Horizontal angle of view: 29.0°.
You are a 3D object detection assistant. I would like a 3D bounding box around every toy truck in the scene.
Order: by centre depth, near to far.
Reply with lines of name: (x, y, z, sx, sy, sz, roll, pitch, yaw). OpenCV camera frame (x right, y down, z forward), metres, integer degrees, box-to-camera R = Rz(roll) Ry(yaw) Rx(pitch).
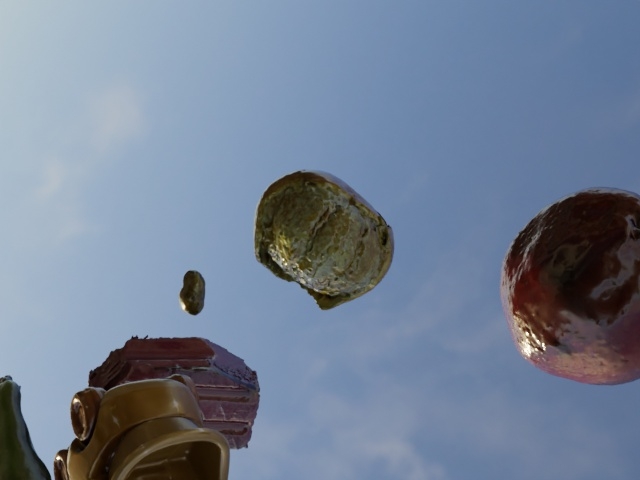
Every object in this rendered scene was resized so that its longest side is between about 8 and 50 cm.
toy truck: (-0.265, 0.327, 1.844, 0.212, 0.204, 0.288, 53, -44, 41)

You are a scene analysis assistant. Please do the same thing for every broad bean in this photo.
broad bean: (-0.421, 0.294, 1.724, 0.067, 0.075, 0.325, -26, -128, 4)

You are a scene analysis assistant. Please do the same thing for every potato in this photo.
potato: (-0.211, 0.089, 2.030, 0.046, 0.045, 0.092, -73, 179, -53)

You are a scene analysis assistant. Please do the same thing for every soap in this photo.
soap: (-0.250, 0.259, 2.092, 0.112, 0.289, 0.182, -118, -145, -57)

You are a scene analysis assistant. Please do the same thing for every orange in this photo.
orange: (0.000, 0.000, 1.309, 0.134, 0.156, 0.156, -59, -159, 18)

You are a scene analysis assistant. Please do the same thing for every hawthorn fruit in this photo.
hawthorn fruit: (0.387, 0.053, 1.650, 0.307, 0.265, 0.265, -49, -163, 56)
